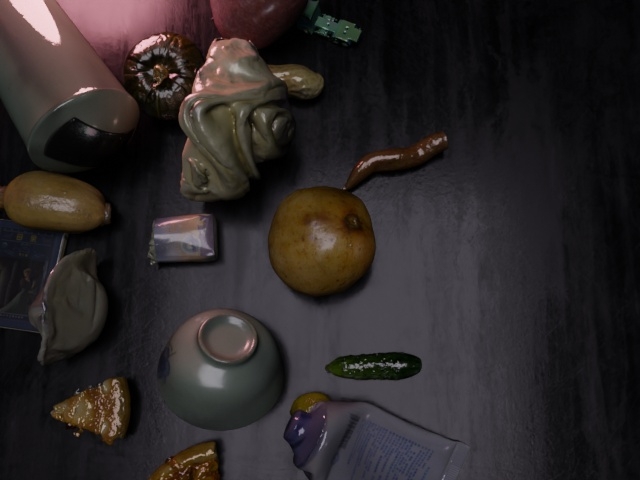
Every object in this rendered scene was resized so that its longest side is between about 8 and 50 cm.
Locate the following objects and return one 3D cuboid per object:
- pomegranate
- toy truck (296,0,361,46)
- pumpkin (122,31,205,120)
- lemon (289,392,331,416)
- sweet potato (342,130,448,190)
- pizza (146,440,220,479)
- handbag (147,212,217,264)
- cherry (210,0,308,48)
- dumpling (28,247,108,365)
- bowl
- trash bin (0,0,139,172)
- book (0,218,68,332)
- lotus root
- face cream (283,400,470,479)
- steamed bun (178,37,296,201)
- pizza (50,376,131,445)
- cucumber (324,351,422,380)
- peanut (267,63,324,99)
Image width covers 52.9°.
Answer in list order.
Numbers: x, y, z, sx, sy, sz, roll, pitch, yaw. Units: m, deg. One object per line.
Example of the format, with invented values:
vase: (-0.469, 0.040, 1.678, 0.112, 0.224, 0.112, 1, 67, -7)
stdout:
pomegranate: (0.000, 0.000, 1.480, 0.260, 0.260, 0.261, -1, 78, 3)
toy truck: (0.022, -0.564, 1.672, 0.175, 0.081, 0.067, 24, 83, 8)
pumpkin: (-0.390, -0.415, 1.626, 0.223, 0.157, 0.224, 0, 90, 0)
lemon: (-0.015, 0.390, 1.479, 0.110, 0.082, 0.082, -9, 78, 2)
sweet potato: (0.178, -0.200, 1.600, 0.281, 0.059, 0.067, -17, 113, 3)
pizza: (-0.312, 0.618, 1.448, 0.226, 0.086, 0.336, 36, 81, 11)
handbag: (-0.340, -0.004, 1.572, 0.173, 0.095, 0.117, -4, 75, -1)
cherry: (-0.153, -0.619, 1.607, 0.307, 0.221, 0.261, -17, 71, 33)
dumpling: (-0.597, 0.148, 1.489, 0.175, 0.227, 0.243, -17, 71, -2)
bowl: (-0.212, 0.254, 1.418, 0.289, 0.146, 0.289, 8, 46, -8)
trash bin: (-0.645, -0.374, 1.576, 0.280, 0.280, 0.432, -35, 76, -4)
book: (-0.750, 0.087, 1.610, 0.190, 0.025, 0.270, 8, 79, 4)
lotus root: (-0.664, -0.094, 1.583, 0.303, 0.131, 0.146, 9, 45, 3)
face cream: (0.114, 0.482, 1.405, 0.420, 0.137, 0.235, 28, 81, -13)
steamed bun: (-0.178, -0.265, 1.494, 0.237, 0.346, 0.394, 13, 98, 0)
pizza: (-0.538, 0.404, 1.514, 0.193, 0.069, 0.154, -6, 78, 9)
cucumber: (0.122, 0.295, 1.500, 0.227, 0.069, 0.069, -3, 78, 6)
peanut: (-0.098, -0.402, 1.640, 0.214, 0.090, 0.099, -1, 66, 4)
